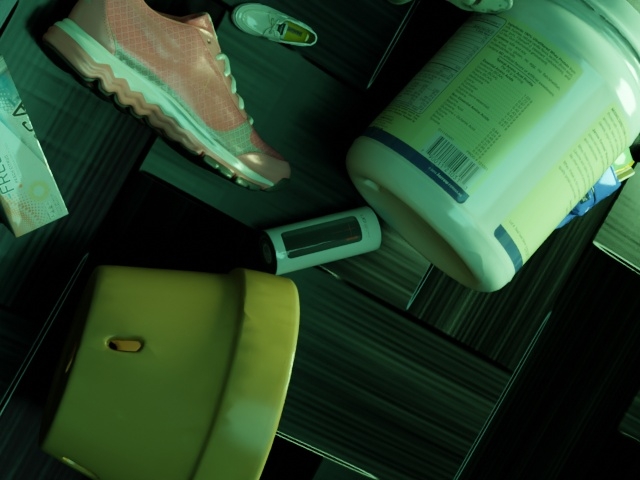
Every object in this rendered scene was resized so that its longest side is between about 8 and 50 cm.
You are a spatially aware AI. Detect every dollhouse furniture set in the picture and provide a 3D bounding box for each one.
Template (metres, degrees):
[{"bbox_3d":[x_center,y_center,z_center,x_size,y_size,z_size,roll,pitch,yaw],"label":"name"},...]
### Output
[{"bbox_3d":[0.414,-0.122,1.770,0.151,0.058,0.076,-26,114,-17],"label":"dollhouse furniture set"}]

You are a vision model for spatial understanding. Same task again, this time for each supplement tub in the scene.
[{"bbox_3d":[0.212,-0.129,1.567,0.325,0.235,0.235,-47,119,-7],"label":"supplement tub"}]

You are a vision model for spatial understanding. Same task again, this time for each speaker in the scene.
[{"bbox_3d":[0.000,0.000,1.605,0.136,0.055,0.055,-13,110,-22],"label":"speaker"}]

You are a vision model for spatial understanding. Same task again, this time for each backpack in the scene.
[{"bbox_3d":[0.295,-0.074,1.704,0.120,0.101,0.098,-32,110,-10],"label":"backpack"}]

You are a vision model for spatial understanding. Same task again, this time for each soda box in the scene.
[{"bbox_3d":[-0.322,-0.099,1.415,0.063,0.058,0.183,-27,116,-17],"label":"soda box"}]

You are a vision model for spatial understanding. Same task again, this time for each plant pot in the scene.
[{"bbox_3d":[-0.167,0.148,1.456,0.203,0.291,0.291,19,96,-13],"label":"plant pot"}]

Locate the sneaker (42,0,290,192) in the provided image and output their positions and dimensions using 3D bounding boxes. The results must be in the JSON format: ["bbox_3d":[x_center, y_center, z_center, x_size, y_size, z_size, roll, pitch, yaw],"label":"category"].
[{"bbox_3d":[-0.130,-0.164,1.458,0.314,0.116,0.136,36,86,-30],"label":"sneaker"}]

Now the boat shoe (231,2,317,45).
[{"bbox_3d":[-0.048,-0.234,1.523,0.100,0.035,0.035,17,97,-30],"label":"boat shoe"}]

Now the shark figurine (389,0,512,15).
[{"bbox_3d":[0.137,-0.372,1.550,0.116,0.166,0.278,-16,91,-37],"label":"shark figurine"}]
